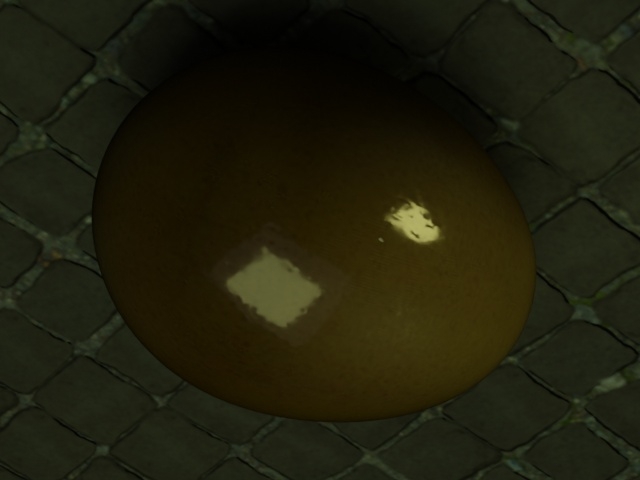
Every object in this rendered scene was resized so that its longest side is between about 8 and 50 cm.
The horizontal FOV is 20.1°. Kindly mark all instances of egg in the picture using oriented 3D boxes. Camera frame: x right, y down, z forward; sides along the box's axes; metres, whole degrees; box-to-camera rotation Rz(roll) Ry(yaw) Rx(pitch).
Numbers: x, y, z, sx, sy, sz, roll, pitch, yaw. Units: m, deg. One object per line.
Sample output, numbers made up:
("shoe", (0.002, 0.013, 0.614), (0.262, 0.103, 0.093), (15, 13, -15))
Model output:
("egg", (0.000, 0.000, 1.243), (0.322, 0.250, 0.250), (18, 131, -22))
